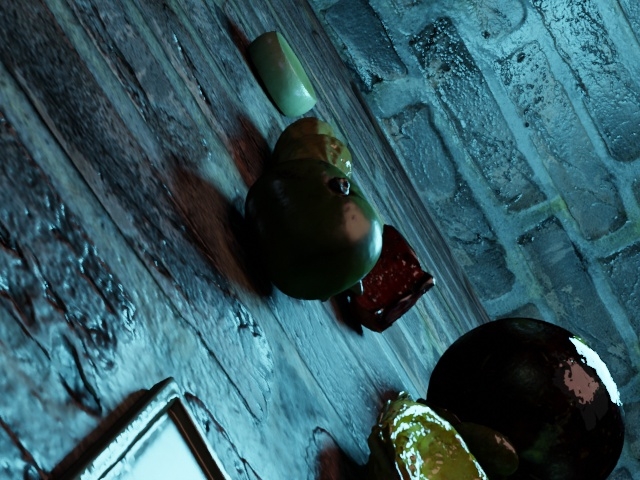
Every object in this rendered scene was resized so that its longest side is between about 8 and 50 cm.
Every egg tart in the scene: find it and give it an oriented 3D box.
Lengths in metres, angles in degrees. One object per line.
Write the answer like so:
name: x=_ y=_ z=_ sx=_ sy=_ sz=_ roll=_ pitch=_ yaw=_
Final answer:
egg tart: x=0.117 y=0.287 z=0.939 sx=0.279 sy=0.095 sz=0.279 roll=51 pitch=17 yaw=-23

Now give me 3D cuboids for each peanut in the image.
peanut: x=-0.011 y=-0.097 z=1.221 sx=0.095 sy=0.108 sz=0.226 roll=51 pitch=13 yaw=-22

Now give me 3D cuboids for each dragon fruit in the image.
dragon fruit: x=0.059 y=0.018 z=1.246 sx=0.092 sy=0.122 sz=0.192 roll=13 pitch=50 yaw=-55

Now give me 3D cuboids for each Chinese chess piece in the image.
Chinese chess piece: x=-0.063 y=-0.269 z=1.517 sx=0.144 sy=0.058 sz=0.144 roll=59 pitch=10 yaw=-18

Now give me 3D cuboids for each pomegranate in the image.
pomegranate: x=0.000 y=0.000 z=1.001 sx=0.152 sy=0.131 sz=0.191 roll=65 pitch=4 yaw=32

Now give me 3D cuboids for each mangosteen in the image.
mangosteen: x=0.262 y=0.243 z=1.262 sx=0.288 sy=0.288 sz=0.288 roll=57 pitch=13 yaw=-20

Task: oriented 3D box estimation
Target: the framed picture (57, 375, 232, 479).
framed picture: x=-0.069 y=0.215 z=0.469 sx=0.232 sy=0.024 sz=0.315 roll=61 pitch=11 yaw=-4
